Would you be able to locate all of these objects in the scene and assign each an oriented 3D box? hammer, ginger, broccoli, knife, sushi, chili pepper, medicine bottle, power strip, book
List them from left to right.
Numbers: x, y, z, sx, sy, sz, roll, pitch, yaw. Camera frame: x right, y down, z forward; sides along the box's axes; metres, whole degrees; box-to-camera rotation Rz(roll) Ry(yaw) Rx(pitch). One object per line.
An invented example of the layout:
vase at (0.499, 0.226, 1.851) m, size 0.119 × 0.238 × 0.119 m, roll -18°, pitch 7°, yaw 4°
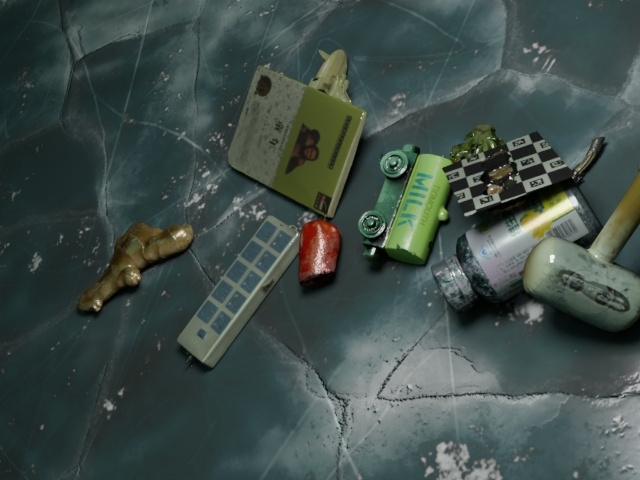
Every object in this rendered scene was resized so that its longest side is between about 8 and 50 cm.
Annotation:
ginger at (-0.434, 0.052, 2.273) m, size 0.334 × 0.081 × 0.148 m, roll -43°, pitch 65°, yaw 6°
power strip at (-0.169, 0.110, 2.083) m, size 0.106 × 0.043 × 0.367 m, roll 31°, pitch 83°, yaw 41°
book at (-0.061, -0.220, 2.151) m, size 0.352 × 0.035 × 0.239 m, roll 30°, pitch 107°, yaw 41°
chili pepper at (0.000, 0.000, 2.014) m, size 0.086 × 0.084 × 0.192 m, roll -1°, pitch 66°, yaw 14°
broccoli at (0.308, -0.157, 1.884) m, size 0.130 × 0.120 × 0.131 m, roll 2°, pitch 31°, yaw 12°
sushi at (0.328, -0.100, 1.746) m, size 0.192 × 0.050 × 0.215 m, roll -21°, pitch 27°, yaw 6°
medicine bottle at (0.341, 0.015, 1.744) m, size 0.293 × 0.141 × 0.141 m, roll -32°, pitch 50°, yaw 15°
knife at (0.448, -0.100, 1.822) m, size 0.045 × 0.021 × 0.222 m, roll 32°, pitch 87°, yaw 35°
hammer at (0.471, -0.012, 1.597) m, size 0.113 × 0.202 × 0.305 m, roll -89°, pitch 25°, yaw -72°

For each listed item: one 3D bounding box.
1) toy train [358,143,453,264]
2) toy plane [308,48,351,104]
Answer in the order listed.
toy train at (0.174, -0.065, 1.938) m, size 0.157 × 0.105 × 0.253 m, roll 15°, pitch 71°, yaw 23°
toy plane at (0.000, -0.323, 2.202) m, size 0.229 × 0.092 × 0.244 m, roll 0°, pitch 66°, yaw 49°
